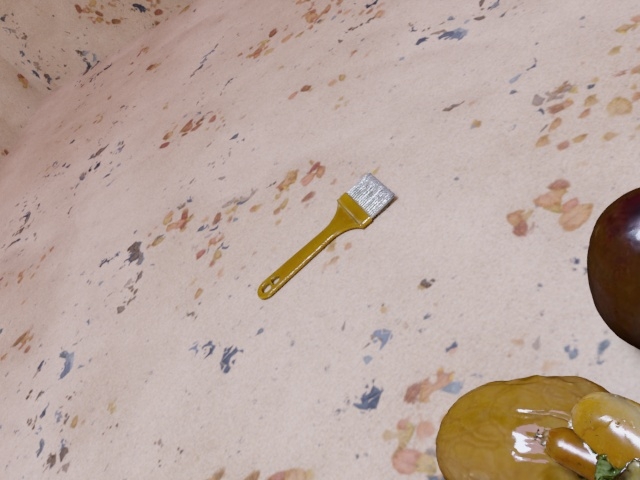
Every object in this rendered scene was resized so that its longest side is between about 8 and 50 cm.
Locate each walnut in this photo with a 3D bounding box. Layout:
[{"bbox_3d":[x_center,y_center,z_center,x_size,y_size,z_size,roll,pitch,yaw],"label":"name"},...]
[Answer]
[{"bbox_3d":[0.191,0.194,0.680,0.211,0.087,0.167,-11,50,38],"label":"walnut"}]

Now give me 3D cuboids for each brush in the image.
[{"bbox_3d":[0.000,0.000,1.144,0.272,0.013,0.103,-42,34,2],"label":"brush"}]

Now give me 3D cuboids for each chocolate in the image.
[{"bbox_3d":[0.332,0.022,0.661,0.177,0.177,0.176,-27,38,23],"label":"chocolate"}]

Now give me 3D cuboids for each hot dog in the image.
[{"bbox_3d":[0.288,0.200,0.526,0.269,0.109,0.072,24,53,40],"label":"hot dog"}]
